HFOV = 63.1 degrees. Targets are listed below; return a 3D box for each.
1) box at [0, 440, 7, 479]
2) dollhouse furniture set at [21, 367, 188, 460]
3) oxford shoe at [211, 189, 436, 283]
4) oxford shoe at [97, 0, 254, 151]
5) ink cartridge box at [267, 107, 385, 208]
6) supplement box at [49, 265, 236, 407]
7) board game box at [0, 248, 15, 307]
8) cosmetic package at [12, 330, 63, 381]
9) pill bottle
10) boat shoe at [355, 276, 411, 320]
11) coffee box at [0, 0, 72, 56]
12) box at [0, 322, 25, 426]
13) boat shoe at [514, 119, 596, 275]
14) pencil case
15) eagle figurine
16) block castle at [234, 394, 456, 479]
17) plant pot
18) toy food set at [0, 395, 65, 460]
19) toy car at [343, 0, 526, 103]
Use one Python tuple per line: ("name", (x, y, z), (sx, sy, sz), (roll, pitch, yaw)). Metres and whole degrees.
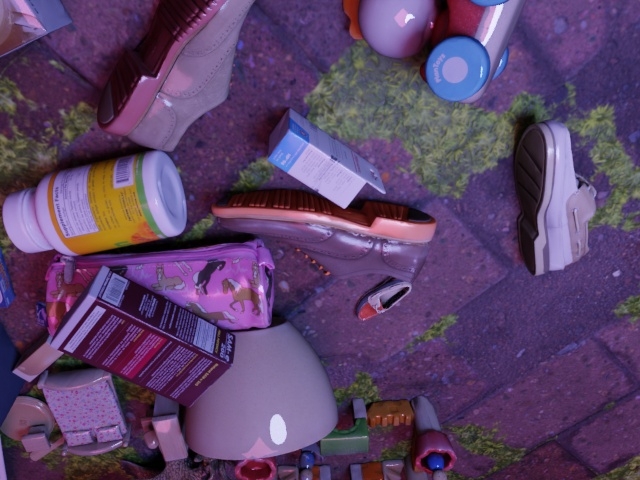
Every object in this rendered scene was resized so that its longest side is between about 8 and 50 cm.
("box", (-0.795, 0.513, 1.092), (0.232, 0.058, 0.322), (-14, 140, -38))
("dollhouse furniture set", (-0.442, 0.329, 1.003), (0.355, 0.174, 0.303), (-7, 122, -7))
("oxford shoe", (0.000, 0.000, 0.852), (0.363, 0.130, 0.133), (9, 110, 0))
("oxford shoe", (-0.164, -0.271, 0.725), (0.348, 0.123, 0.130), (-43, 141, 19))
("ink cartridge box", (0.009, -0.119, 0.813), (0.180, 0.104, 0.060), (31, 115, -20))
("supplement box", (-0.266, 0.155, 0.807), (0.239, 0.073, 0.130), (34, 116, -23))
("board game box", (-0.630, 0.027, 0.908), (0.136, 0.035, 0.201), (1, 122, -4))
("cosmetic package", (-0.541, 0.218, 1.018), (0.115, 0.060, 0.041), (-38, 116, 17))
("pill bottle", (-0.349, -0.052, 0.815), (0.245, 0.136, 0.136), (-11, 122, 4))
("boat shoe", (0.120, 0.114, 1.002), (0.049, 0.043, 0.137), (37, 114, -25))
("coffee box", (-0.483, -0.294, 0.679), (0.246, 0.098, 0.141), (-20, 121, 9))
("box", (-0.796, 0.291, 0.911), (0.395, 0.294, 0.212), (-6, 123, 1))
("boat shoe", (0.393, -0.073, 0.869), (0.103, 0.113, 0.302), (-15, 132, 4))
("pencil case", (-0.266, 0.085, 0.898), (0.385, 0.167, 0.160), (-4, 81, -1))
("eagle figurine", (-0.338, 0.534, 1.160), (0.298, 0.225, 0.226), (-33, 129, 4))
("block castle", (0.051, 0.528, 1.156), (0.453, 0.213, 0.303), (-2, 122, -2))
("plant pot", (-0.115, 0.248, 0.964), (0.284, 0.284, 0.191), (-5, 93, 0))
("toy food set", (-0.643, 0.385, 1.135), (0.132, 0.038, 0.192), (-32, 113, 8))
("toy car", (0.137, -0.311, 0.679), (0.237, 0.219, 0.210), (25, 121, 15))
